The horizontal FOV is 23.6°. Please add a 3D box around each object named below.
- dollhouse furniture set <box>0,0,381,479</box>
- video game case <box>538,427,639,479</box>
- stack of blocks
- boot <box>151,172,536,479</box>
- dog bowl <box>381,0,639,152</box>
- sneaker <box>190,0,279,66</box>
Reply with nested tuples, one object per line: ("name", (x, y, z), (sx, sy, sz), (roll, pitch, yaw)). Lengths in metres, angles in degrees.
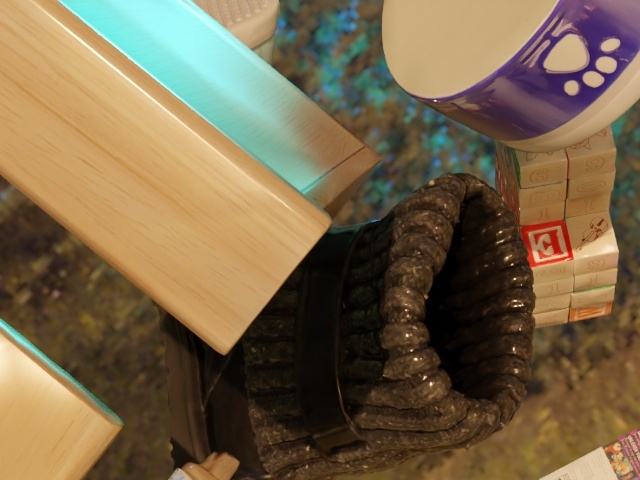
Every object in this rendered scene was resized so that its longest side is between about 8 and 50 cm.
("dollhouse furniture set", (-0.163, 0.075, 0.732), (0.394, 0.362, 0.256), (-51, -2, 11))
("video game case", (0.369, 0.306, 1.627), (0.210, 0.042, 0.232), (-30, 50, 10))
("stack of blocks", (0.224, -0.049, 1.462), (0.087, 0.171, 0.297), (-10, -25, 2))
("boot", (0.004, 0.001, 1.004), (0.131, 0.348, 0.260), (6, -30, -37))
("dog bowl", (0.163, -0.204, 1.134), (0.265, 0.104, 0.265), (-39, 39, 42))
("sneaker", (-0.172, -0.138, 1.550), (0.366, 0.135, 0.150), (-29, -47, -37))
